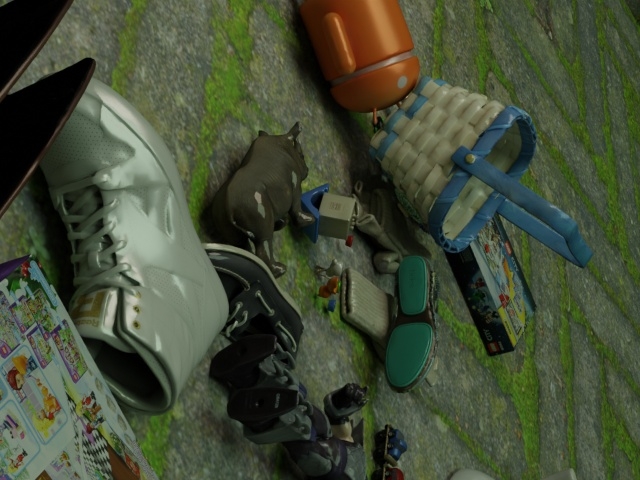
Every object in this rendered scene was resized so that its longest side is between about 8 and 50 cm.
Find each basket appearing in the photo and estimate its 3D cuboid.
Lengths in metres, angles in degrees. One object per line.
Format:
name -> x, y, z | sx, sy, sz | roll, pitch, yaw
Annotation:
basket -> 0.222, -0.069, 1.678 | 0.201, 0.289, 0.255 | -57, 158, -2

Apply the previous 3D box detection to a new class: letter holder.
letter holder -> -0.254, -0.106, 0.904 | 0.152, 0.214, 0.302 | 57, 30, -27

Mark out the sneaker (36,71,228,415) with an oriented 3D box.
sneaker -> -0.179, 0.010, 1.095 | 0.292, 0.108, 0.169 | 61, 26, -23

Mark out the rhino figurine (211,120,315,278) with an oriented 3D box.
rhino figurine -> -0.053, -0.058, 1.410 | 0.106, 0.073, 0.243 | 63, 27, -23

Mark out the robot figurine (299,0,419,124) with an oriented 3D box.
robot figurine -> 0.054, -0.262, 1.671 | 0.158, 0.128, 0.219 | -176, -115, -78

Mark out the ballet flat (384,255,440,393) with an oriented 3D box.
ballet flat -> 0.119, 0.110, 1.576 | 0.070, 0.070, 0.188 | 43, 47, -44

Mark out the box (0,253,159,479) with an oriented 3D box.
box -> -0.218, 0.182, 0.971 | 0.293, 0.057, 0.201 | 65, 28, -15

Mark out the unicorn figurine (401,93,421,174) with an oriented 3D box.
unicorn figurine -> 0.137, -0.157, 1.839 | 0.111, 0.060, 0.161 | 30, 48, -54

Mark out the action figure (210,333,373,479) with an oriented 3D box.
action figure -> -0.001, 0.213, 1.322 | 0.285, 0.099, 0.185 | 51, 25, -43

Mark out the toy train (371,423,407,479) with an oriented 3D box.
toy train -> 0.079, 0.281, 1.492 | 0.027, 0.036, 0.158 | 48, 35, -39

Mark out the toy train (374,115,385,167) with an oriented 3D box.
toy train -> 0.088, -0.133, 1.781 | 0.024, 0.017, 0.083 | 40, 40, -62

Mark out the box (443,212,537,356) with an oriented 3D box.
box -> 0.252, 0.038, 1.955 | 0.233, 0.044, 0.159 | 66, 28, -12

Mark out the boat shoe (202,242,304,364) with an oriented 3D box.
boat shoe -> -0.077, 0.067, 1.288 | 0.206, 0.075, 0.065 | 44, 35, -51

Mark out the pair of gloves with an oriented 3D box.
pair of gloves -> 0.098, 0.050, 1.662 | 0.204, 0.042, 0.240 | 48, 35, -38

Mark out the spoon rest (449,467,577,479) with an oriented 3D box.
spoon rest -> 0.249, 0.365, 1.738 | 0.276, 0.084, 0.137 | -2, 74, -49

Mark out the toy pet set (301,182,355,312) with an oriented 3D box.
toy pet set -> 0.000, 0.000, 1.515 | 0.114, 0.065, 0.122 | 96, 8, -46
